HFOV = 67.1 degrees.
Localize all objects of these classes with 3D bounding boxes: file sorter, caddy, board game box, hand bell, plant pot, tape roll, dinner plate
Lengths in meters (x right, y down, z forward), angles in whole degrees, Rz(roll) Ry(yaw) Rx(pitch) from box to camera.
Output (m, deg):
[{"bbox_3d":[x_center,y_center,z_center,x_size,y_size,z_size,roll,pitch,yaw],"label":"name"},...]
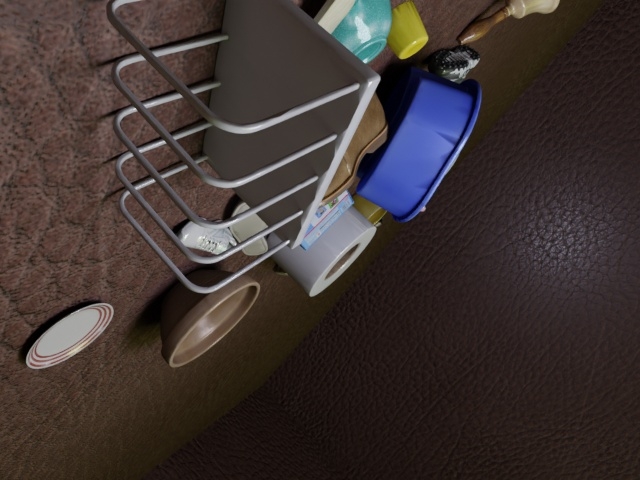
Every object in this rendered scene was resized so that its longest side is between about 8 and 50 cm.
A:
[{"bbox_3d":[-0.107,-0.100,0.521,0.173,0.193,0.277,-34,163,-36],"label":"file sorter"},{"bbox_3d":[0.214,-0.204,1.051,0.241,0.179,0.341,-89,-156,-60],"label":"caddy"},{"bbox_3d":[-0.022,-0.088,1.026,0.160,0.039,0.211,-45,147,-6],"label":"board game box"},{"bbox_3d":[0.438,-0.550,1.172,0.242,0.126,0.126,-33,167,-2],"label":"hand bell"},{"bbox_3d":[-0.247,0.139,0.994,0.237,0.110,0.237,-45,168,-12],"label":"plant pot"},{"bbox_3d":[0.000,0.000,1.237,0.246,0.169,0.246,-44,167,-13],"label":"tape roll"},{"bbox_3d":[0.138,-0.100,1.540,0.134,0.095,0.134,-40,165,-13],"label":"plant pot"},{"bbox_3d":[-0.391,0.145,0.752,0.141,0.017,0.141,-44,167,-13],"label":"dinner plate"}]

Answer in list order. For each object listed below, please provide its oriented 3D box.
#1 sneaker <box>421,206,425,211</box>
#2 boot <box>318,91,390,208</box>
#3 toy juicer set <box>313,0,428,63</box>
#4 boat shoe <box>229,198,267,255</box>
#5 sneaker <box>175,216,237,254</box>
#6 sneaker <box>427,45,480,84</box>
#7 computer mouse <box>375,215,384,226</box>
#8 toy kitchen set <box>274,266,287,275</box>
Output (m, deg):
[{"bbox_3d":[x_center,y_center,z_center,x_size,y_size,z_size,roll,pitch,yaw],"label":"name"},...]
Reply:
[{"bbox_3d":[0.340,-0.238,1.571,0.319,0.131,0.112,-64,169,-4],"label":"sneaker"},{"bbox_3d":[0.023,-0.173,0.876,0.305,0.112,0.115,-53,142,-32],"label":"boot"},{"bbox_3d":[0.012,-0.269,0.669,0.209,0.089,0.329,-32,178,31],"label":"toy juicer set"},{"bbox_3d":[-0.139,-0.039,0.948,0.075,0.065,0.206,-7,154,-6],"label":"boat shoe"},{"bbox_3d":[-0.193,-0.004,0.839,0.053,0.061,0.152,-48,166,16],"label":"sneaker"},{"bbox_3d":[0.318,-0.414,1.196,0.234,0.078,0.106,-36,162,-47],"label":"sneaker"},{"bbox_3d":[0.202,-0.139,1.646,0.262,0.060,0.184,-9,115,-82],"label":"computer mouse"},{"bbox_3d":[-0.103,0.054,1.411,0.068,0.075,0.083,28,69,-41],"label":"toy kitchen set"}]
